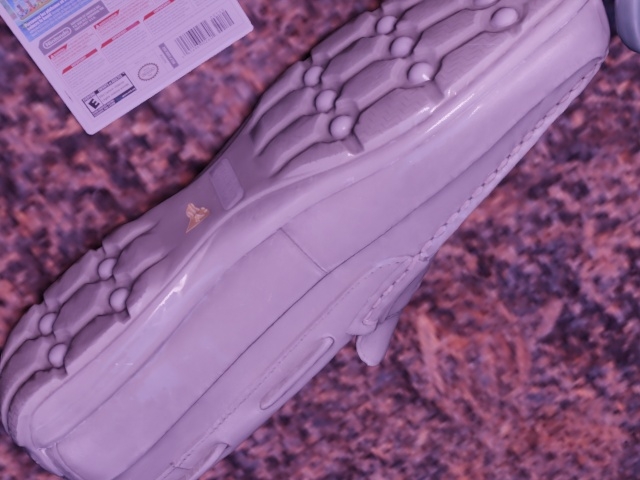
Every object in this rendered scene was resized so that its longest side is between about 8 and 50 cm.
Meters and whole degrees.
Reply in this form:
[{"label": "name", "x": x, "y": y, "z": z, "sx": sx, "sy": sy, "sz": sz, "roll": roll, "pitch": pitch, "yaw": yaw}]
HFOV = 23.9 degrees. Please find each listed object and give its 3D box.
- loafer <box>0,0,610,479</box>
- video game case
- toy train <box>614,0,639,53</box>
[{"label": "loafer", "x": 0.000, "y": 0.000, "z": 0.666, "sx": 0.319, "sy": 0.112, "sz": 0.111, "roll": -38, "pitch": 124, "yaw": 12}, {"label": "video game case", "x": -0.095, "y": -0.115, "z": 0.635, "sx": 0.087, "sy": 0.011, "sz": 0.122, "roll": -33, "pitch": 118, "yaw": 2}, {"label": "toy train", "x": 0.172, "y": -0.189, "z": 0.541, "sx": 0.190, "sy": 0.142, "sz": 0.334, "roll": -64, "pitch": 149, "yaw": -15}]
